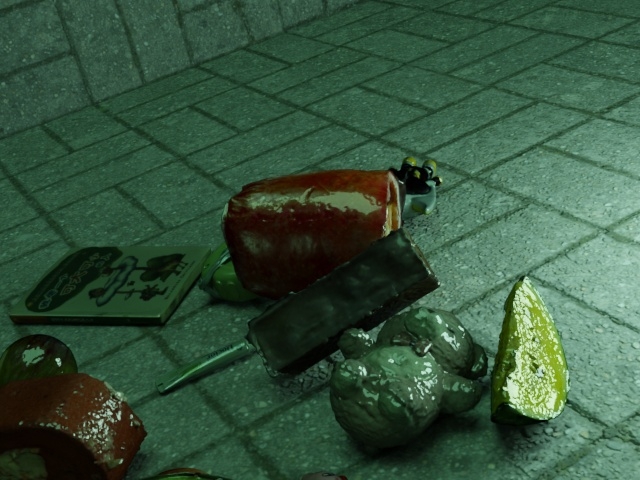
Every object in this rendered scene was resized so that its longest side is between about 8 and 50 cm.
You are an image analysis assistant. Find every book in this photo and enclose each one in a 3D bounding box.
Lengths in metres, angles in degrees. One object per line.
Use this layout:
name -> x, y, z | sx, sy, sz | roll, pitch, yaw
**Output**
book -> -0.442, 0.092, 1.957 | 0.371, 0.043, 0.260 | -2, 31, 21

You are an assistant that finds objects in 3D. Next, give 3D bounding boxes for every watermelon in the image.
watermelon -> 0.301, 0.179, 1.359 | 0.123, 0.129, 0.301 | -6, 34, 20

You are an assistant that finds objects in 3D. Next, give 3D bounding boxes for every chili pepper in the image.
chili pepper -> 0.000, 0.000, 1.687 | 0.305, 0.251, 0.229 | 0, 30, 20

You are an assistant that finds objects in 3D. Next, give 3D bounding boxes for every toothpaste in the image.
toothpaste -> -0.199, 0.218, 1.625 | 0.197, 0.029, 0.048 | -23, 28, -11

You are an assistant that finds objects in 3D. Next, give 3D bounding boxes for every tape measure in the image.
tape measure -> -0.147, 0.046, 1.837 | 0.175, 0.106, 0.200 | 7, 35, 39

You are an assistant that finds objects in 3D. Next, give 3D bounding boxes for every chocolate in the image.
chocolate -> 0.039, 0.111, 1.509 | 0.321, 0.112, 0.112 | -34, 65, 11

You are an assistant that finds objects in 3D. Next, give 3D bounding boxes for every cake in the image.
cake -> -0.415, 0.303, 1.405 | 0.283, 0.177, 0.151 | -4, 29, 21

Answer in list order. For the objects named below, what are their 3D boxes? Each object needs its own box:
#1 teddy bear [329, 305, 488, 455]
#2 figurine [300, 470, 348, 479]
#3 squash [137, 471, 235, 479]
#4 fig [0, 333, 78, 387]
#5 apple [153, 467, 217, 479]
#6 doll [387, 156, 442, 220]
teddy bear -> 0.133, 0.198, 1.383 | 0.236, 0.151, 0.267 | 26, 48, 29
figurine -> 0.007, 0.349, 1.244 | 0.067, 0.071, 0.083 | -62, 28, 0
squash -> -0.152, 0.445, 0.934 | 0.263, 0.263, 0.384 | -11, 27, 6
fig -> -0.530, 0.273, 1.583 | 0.149, 0.149, 0.245 | 6, 46, 33
apple -> -0.182, 0.373, 1.209 | 0.146, 0.146, 0.131 | 13, 14, 40
doll -> 0.181, -0.112, 1.982 | 0.145, 0.103, 0.316 | 31, 29, 2
